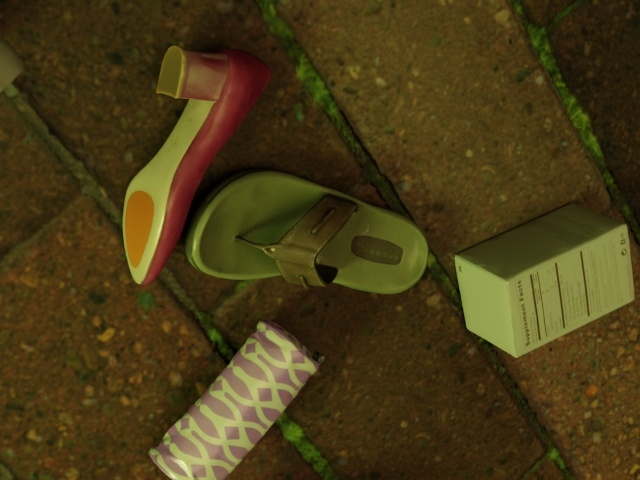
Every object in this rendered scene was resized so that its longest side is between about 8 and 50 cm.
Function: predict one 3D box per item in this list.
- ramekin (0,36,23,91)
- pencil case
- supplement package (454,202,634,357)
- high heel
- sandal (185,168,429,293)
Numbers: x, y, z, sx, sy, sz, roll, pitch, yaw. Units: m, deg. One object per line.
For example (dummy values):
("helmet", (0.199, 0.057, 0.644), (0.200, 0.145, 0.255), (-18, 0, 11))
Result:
("ramekin", (-0.381, -0.127, 0.912), (0.277, 0.277, 0.135), (-33, 112, -16))
("pencil case", (-0.092, 0.174, 1.278), (0.206, 0.088, 0.086), (-49, 126, -7))
("supplement package", (0.265, 0.044, 1.422), (0.179, 0.105, 0.105), (-22, 116, -21))
("high heel", (-0.121, -0.071, 1.195), (0.117, 0.082, 0.244), (4, 100, -40))
("sandal", (0.001, -0.001, 1.270), (0.303, 0.086, 0.120), (7, 103, -31))
